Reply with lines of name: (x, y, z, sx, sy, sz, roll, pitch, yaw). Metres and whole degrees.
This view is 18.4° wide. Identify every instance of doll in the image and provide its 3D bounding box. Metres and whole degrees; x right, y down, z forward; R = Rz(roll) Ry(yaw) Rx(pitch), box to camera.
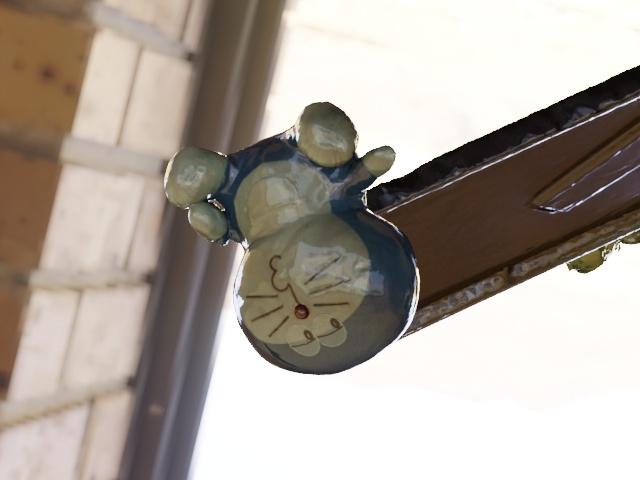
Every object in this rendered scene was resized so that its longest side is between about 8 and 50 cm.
doll: (0.000, 0.000, 0.624, 0.076, 0.083, 0.050, -21, 174, 31)

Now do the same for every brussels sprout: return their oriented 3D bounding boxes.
brussels sprout: (0.192, -0.008, 1.291, 0.083, 0.046, 0.051, -18, -178, -5)

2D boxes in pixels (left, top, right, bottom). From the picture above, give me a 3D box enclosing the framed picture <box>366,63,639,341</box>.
framed picture: (0.131, -0.033, 0.906, 0.265, 0.018, 0.192, -24, 162, -7)
